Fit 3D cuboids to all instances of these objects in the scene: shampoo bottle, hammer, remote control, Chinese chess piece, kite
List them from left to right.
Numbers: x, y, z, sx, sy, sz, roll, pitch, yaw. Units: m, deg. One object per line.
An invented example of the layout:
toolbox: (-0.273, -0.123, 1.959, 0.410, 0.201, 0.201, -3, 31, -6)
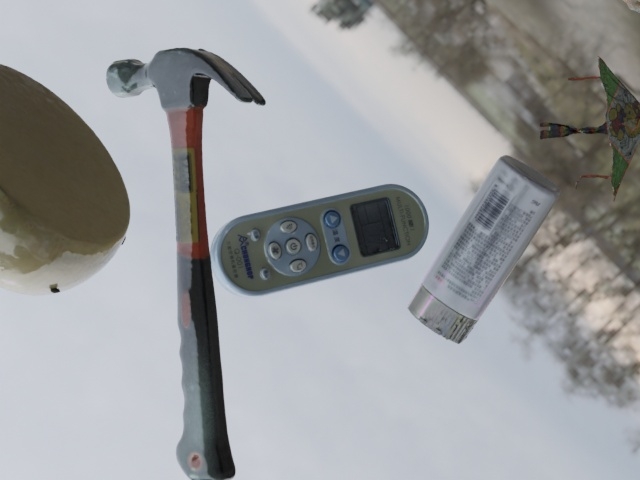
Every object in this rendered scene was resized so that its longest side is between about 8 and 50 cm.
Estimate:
Chinese chess piece: (-0.325, -0.066, 1.356, 0.273, 0.102, 0.273, 42, -157, -23)
hammer: (-0.083, 0.013, 0.834, 0.033, 0.111, 0.287, 4, -98, -60)
remote control: (0.000, 0.000, 1.325, 0.047, 0.244, 0.087, 156, 101, -68)
shampoo bottle: (0.195, 0.013, 1.530, 0.086, 0.227, 0.056, 35, -160, 14)
kite: (0.369, -0.146, 1.694, 0.244, 0.198, 0.006, -13, -169, -40)

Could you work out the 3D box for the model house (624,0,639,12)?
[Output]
model house: (0.223, -0.299, 1.021, 0.172, 0.166, 0.183, 17, 156, 21)
